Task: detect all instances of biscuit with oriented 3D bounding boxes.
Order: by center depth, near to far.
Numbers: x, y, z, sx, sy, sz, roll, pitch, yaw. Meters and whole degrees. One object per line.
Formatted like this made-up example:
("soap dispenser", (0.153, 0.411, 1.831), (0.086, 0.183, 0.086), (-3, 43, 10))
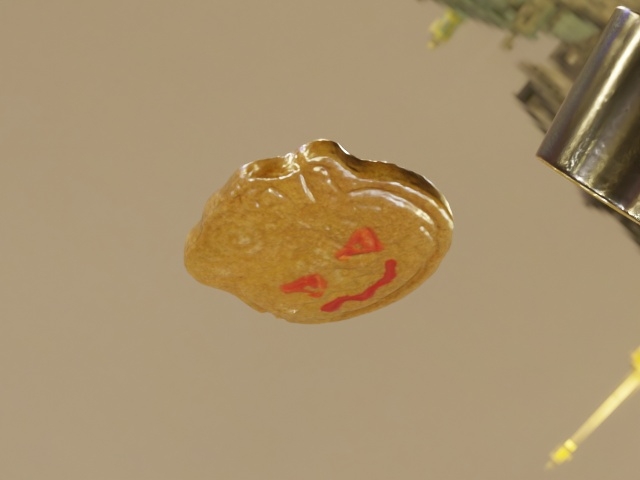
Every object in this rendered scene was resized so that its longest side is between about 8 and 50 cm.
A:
("biscuit", (0.000, 0.001, 1.628), (0.257, 0.273, 0.049), (26, -137, -28))

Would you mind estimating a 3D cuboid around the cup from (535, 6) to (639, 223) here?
("cup", (0.357, -0.104, 1.570), (0.239, 0.177, 0.166), (31, -175, -18))
